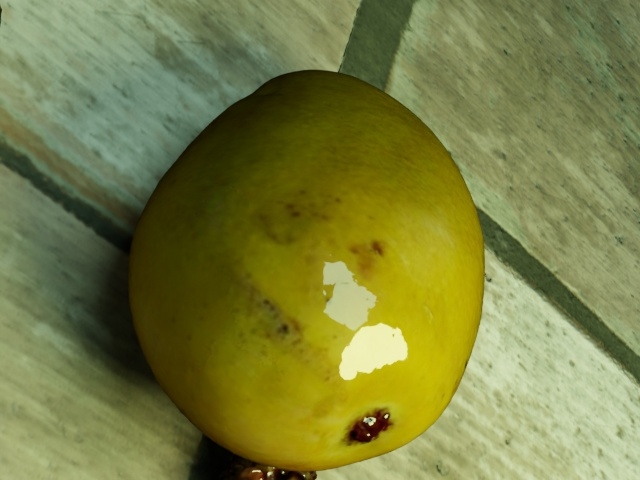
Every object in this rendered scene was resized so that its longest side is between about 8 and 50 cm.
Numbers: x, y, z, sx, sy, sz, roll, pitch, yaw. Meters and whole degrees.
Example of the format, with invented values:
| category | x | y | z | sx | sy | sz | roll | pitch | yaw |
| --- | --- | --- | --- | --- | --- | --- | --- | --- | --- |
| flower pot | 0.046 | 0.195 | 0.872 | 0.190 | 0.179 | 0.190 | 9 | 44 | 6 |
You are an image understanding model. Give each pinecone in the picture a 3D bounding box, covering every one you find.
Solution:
| category | x | y | z | sx | sy | sz | roll | pitch | yaw |
| --- | --- | --- | --- | --- | --- | --- | --- | --- | --- |
| pinecone | -0.048 | 0.214 | 0.826 | 0.102 | 0.102 | 0.109 | 24 | 25 | -36 |

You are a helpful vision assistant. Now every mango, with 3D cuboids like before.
| category | x | y | z | sx | sy | sz | roll | pitch | yaw |
| --- | --- | --- | --- | --- | --- | --- | --- | --- | --- |
| mango | 0.000 | 0.000 | 0.870 | 0.300 | 0.232 | 0.445 | 23 | 36 | -9 |

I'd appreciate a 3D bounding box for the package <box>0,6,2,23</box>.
| category | x | y | z | sx | sy | sz | roll | pitch | yaw |
| --- | --- | --- | --- | --- | --- | --- | --- | --- | --- |
| package | -0.353 | -0.258 | 0.788 | 0.166 | 0.040 | 0.232 | -12 | 78 | -47 |
